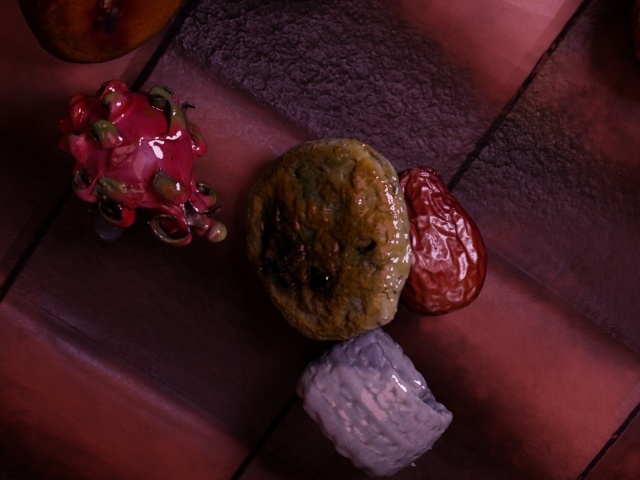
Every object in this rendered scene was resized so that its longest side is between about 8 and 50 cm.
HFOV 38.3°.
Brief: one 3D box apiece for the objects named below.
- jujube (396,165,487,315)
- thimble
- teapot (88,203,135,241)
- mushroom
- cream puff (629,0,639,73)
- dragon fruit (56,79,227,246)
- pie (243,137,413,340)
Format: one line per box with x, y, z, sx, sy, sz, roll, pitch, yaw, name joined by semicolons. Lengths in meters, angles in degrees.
0.170;0.000;1.437;0.168;0.168;0.236;-16;95;2;jujube
0.085;0.262;1.466;0.172;0.205;0.250;-39;121;8;thimble
-0.332;-0.029;1.450;0.064;0.083;0.049;-5;106;7;teapot
-0.305;-0.401;1.314;0.268;0.267;0.254;-6;76;0;mushroom
0.600;-0.355;1.326;0.351;0.228;0.350;-5;126;-7;cream puff
-0.268;-0.110;1.386;0.198;0.218;0.272;-3;110;42;dragon fruit
0.000;0.000;1.407;0.323;0.071;0.323;6;102;31;pie
